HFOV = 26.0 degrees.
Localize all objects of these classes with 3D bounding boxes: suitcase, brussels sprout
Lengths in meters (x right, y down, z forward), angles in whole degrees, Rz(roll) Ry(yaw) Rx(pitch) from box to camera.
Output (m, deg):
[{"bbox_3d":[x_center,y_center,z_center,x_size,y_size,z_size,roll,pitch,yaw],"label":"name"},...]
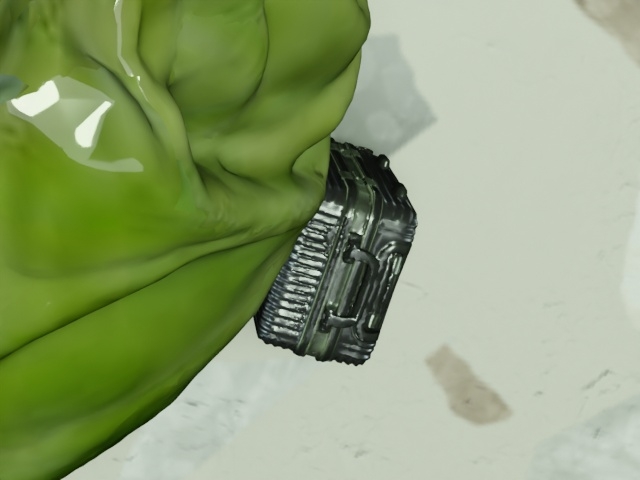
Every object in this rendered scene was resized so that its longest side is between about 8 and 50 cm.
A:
[{"bbox_3d":[0.000,0.000,0.640,0.059,0.126,0.086,15,105,-11],"label":"suitcase"},{"bbox_3d":[-0.200,-0.074,0.503,0.425,0.342,0.361,6,134,-3],"label":"brussels sprout"}]
